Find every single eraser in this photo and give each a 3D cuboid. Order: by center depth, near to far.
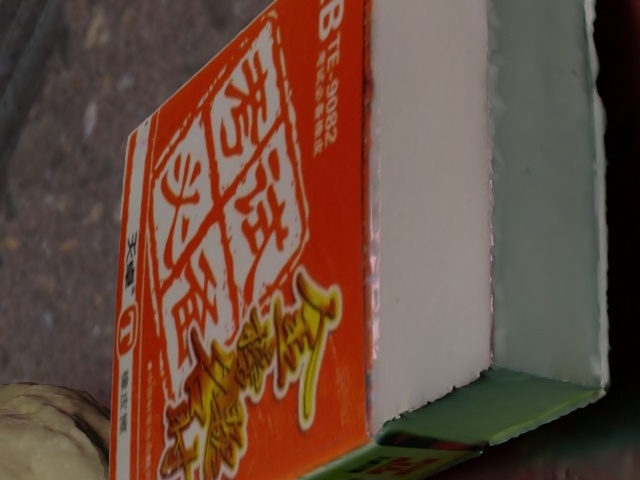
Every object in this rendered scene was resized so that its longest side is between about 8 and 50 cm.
[{"bbox_3d":[0.000,0.000,0.569,0.230,0.038,0.157,-34,49,54],"label":"eraser"}]

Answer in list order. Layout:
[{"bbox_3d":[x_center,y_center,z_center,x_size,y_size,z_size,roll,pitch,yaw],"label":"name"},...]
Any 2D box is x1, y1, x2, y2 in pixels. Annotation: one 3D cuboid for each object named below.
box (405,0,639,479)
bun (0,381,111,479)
[{"bbox_3d":[0.139,0.015,0.501,0.197,0.089,0.313,22,98,40],"label":"box"},{"bbox_3d":[-0.137,0.155,0.693,0.220,0.134,0.220,-20,63,45],"label":"bun"}]
